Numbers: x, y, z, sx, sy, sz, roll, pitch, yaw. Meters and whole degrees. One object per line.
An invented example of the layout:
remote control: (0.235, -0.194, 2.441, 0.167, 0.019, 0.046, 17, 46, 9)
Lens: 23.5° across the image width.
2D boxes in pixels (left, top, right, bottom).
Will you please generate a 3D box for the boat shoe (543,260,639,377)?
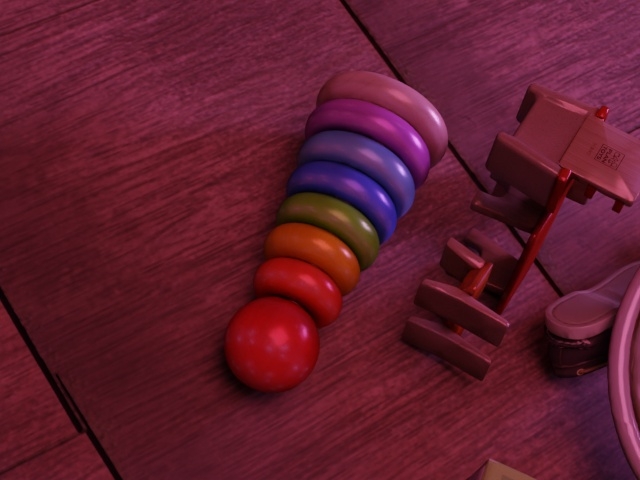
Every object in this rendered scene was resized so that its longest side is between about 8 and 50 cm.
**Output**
boat shoe: (0.318, 0.076, 1.571, 0.227, 0.069, 0.081, -18, 30, -30)

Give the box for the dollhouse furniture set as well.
dollhouse furniture set: (0.214, -0.018, 1.472, 0.135, 0.259, 0.262, 29, 59, 10)

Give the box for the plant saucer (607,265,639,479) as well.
plant saucer: (0.475, 0.144, 1.486, 0.400, 0.100, 0.400, -1, 72, 3)

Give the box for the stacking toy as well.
stacking toy: (0.000, 0.000, 1.479, 0.141, 0.141, 0.330, 29, 64, -2)

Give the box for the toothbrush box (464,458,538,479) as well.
toothbrush box: (0.224, 0.353, 1.353, 0.283, 0.122, 0.206, 24, 58, -4)
